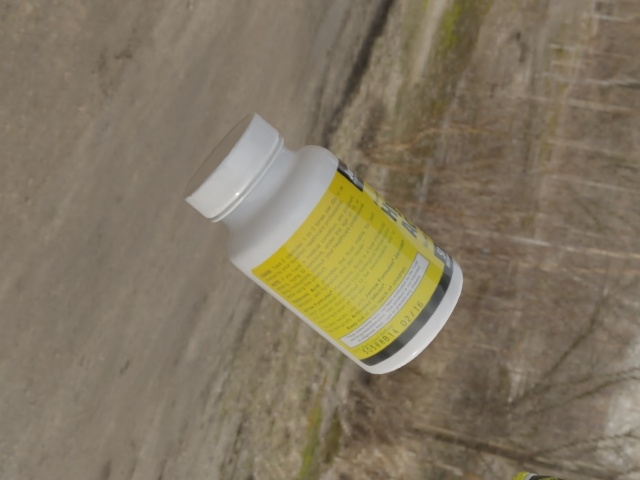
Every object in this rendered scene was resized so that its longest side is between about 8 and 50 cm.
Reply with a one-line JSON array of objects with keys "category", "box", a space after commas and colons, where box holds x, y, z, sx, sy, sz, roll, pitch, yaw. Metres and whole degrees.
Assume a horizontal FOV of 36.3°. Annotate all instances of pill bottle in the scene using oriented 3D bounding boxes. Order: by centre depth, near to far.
[{"category": "pill bottle", "box": [0.000, 0.000, 0.422, 0.065, 0.116, 0.065, -45, -163, 18]}]

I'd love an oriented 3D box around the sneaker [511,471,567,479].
[{"category": "sneaker", "box": [0.111, 0.151, 0.511, 0.031, 0.035, 0.083, 61, 37, -22]}]
